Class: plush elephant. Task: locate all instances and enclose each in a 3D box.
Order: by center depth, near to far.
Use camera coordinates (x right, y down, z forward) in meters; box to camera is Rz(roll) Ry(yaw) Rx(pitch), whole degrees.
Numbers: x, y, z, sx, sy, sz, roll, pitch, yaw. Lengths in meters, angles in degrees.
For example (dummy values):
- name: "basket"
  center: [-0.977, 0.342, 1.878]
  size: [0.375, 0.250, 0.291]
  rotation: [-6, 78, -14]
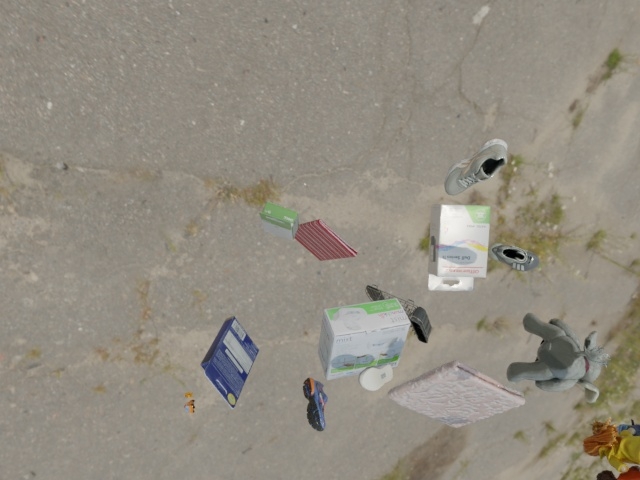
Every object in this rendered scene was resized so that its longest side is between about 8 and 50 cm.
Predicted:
- name: "plush elephant"
  center: [0.890, 0.436, 1.785]
  size: [0.255, 0.330, 0.271]
  rotation: [38, 63, -39]

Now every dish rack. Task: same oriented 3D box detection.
- name: "dish rack"
  center: [0.281, 0.264, 1.832]
  size: [0.074, 0.272, 0.208]
  rotation: [-55, 146, -18]

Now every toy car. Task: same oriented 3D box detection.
- name: "toy car"
  center: [-0.512, 0.619, 1.919]
  size: [0.041, 0.060, 0.122]
  rotation: [-3, 120, -9]

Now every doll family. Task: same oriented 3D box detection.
- name: "doll family"
  center: [0.583, 0.373, 0.910]
  size: [0.263, 0.163, 0.118]
  rotation: [-4, 81, -46]

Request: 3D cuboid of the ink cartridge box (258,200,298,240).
- name: "ink cartridge box"
  center: [-0.132, -0.069, 1.603]
  size: [0.209, 0.109, 0.062]
  rotation: [94, 16, -75]

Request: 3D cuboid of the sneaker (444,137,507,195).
- name: "sneaker"
  center: [0.532, -0.236, 1.709]
  size: [0.099, 0.121, 0.262]
  rotation: [33, 128, -16]

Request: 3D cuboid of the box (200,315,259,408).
- name: "box"
  center: [-0.240, 0.320, 1.301]
  size: [0.037, 0.225, 0.136]
  rotation: [-23, 111, 21]

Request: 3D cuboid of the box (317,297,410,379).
- name: "box"
  center: [0.138, 0.328, 1.637]
  size: [0.262, 0.126, 0.231]
  rotation: [-7, 130, -15]

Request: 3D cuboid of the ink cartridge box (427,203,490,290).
- name: "ink cartridge box"
  center: [0.542, 0.036, 1.947]
  size: [0.207, 0.119, 0.353]
  rotation: [1, 95, -7]

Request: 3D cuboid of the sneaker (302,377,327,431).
- name: "sneaker"
  center: [-0.006, 0.656, 1.989]
  size: [0.087, 0.221, 0.083]
  rotation: [15, 133, -28]

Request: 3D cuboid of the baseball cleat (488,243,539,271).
- name: "baseball cleat"
  center: [0.626, 0.060, 1.546]
  size: [0.206, 0.109, 0.072]
  rotation: [11, 92, -22]

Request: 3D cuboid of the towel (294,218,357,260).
- name: "towel"
  center: [0.000, 0.000, 1.814]
  size: [0.199, 0.275, 0.031]
  rotation: [41, 68, -19]

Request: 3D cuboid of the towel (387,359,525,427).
- name: "towel"
  center: [0.445, 0.515, 1.642]
  size: [0.317, 0.053, 0.332]
  rotation: [27, 136, -18]

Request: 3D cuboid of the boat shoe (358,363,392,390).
- name: "boat shoe"
  center: [0.149, 0.397, 1.452]
  size: [0.184, 0.063, 0.066]
  rotation: [-6, 84, -59]
